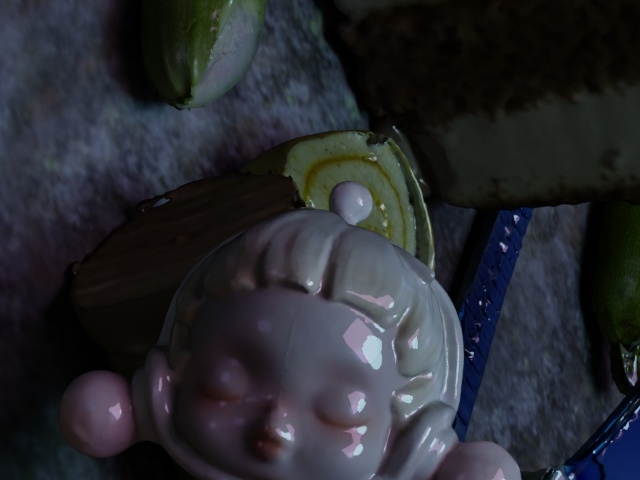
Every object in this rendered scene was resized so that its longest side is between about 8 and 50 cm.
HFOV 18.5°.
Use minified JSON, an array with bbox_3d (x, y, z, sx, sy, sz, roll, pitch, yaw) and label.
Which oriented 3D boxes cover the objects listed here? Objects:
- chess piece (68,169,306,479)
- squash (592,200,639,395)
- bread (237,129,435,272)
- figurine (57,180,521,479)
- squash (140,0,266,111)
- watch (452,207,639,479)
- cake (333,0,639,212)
[{"bbox_3d":[-0.015,0.122,1.005,0.137,0.137,0.301,-48,123,-48],"label":"chess piece"},{"bbox_3d":[0.251,-0.033,1.444,0.080,0.071,0.318,49,46,-37],"label":"squash"},{"bbox_3d":[0.000,0.000,1.099,0.156,0.064,0.118,-8,84,-53],"label":"bread"},{"bbox_3d":[-0.007,0.097,0.843,0.144,0.182,0.257,22,83,-55],"label":"figurine"},{"bbox_3d":[-0.056,-0.175,1.062,0.069,0.069,0.239,34,55,-45],"label":"squash"},{"bbox_3d":[0.130,0.061,1.196,0.068,0.276,0.274,47,72,-29],"label":"watch"},{"bbox_3d":[0.169,-0.195,1.197,0.256,0.282,0.290,-50,123,-44],"label":"cake"}]
